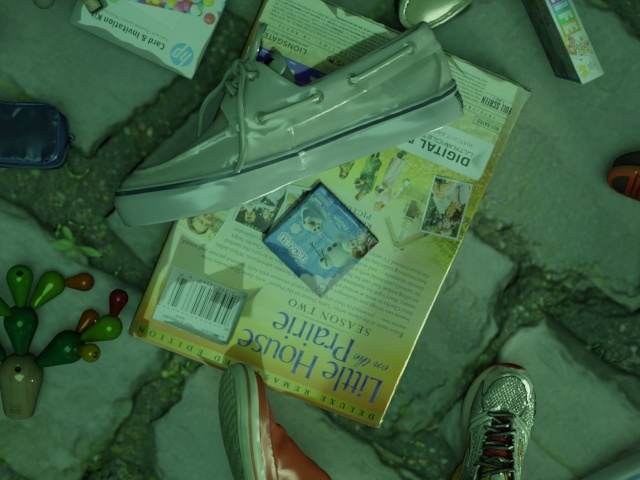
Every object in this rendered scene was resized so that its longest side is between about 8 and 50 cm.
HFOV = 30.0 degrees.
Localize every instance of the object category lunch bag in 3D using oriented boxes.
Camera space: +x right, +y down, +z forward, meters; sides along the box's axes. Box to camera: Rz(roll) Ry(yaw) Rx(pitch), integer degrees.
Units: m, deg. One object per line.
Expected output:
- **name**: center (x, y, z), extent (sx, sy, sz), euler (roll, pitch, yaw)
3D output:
- **lunch bag**: center (-0.312, -0.111, 1.277), extent (0.098, 0.065, 0.067), euler (4, 86, -4)

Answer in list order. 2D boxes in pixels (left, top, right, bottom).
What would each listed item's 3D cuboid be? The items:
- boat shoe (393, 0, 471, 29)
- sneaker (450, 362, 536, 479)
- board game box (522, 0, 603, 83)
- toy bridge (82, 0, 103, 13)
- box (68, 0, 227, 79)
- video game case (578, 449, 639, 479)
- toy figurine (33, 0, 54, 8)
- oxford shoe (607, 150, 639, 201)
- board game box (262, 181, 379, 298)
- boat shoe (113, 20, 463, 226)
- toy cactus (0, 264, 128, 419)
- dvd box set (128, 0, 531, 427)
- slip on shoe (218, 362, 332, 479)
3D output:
- **boat shoe**: center (0.151, -0.323, 1.263), extent (0.081, 0.068, 0.227), euler (31, 101, -39)
- **sneaker**: center (0.205, 0.250, 1.374), extent (0.088, 0.093, 0.225), euler (7, 101, -5)
- **board game box**: center (0.244, -0.243, 1.266), extent (0.026, 0.103, 0.154), euler (-27, 103, 2)
- **toy bridge**: center (-0.174, -0.309, 1.224), extent (0.188, 0.026, 0.063), euler (-32, 100, 4)
- **box**: center (-0.163, -0.285, 1.263), extent (0.145, 0.038, 0.186), euler (25, 100, -8)
- **video game case**: center (0.480, 0.350, 1.396), extent (0.329, 0.036, 0.300), euler (-32, 103, 21)
- **toy figurine**: center (-0.352, -0.312, 1.197), extent (0.210, 0.148, 0.213), euler (-30, 100, -3)
- **oxford shoe**: center (0.455, -0.095, 1.334), extent (0.271, 0.097, 0.098), euler (-2, 69, 3)
- **board game box**: center (0.000, 0.000, 1.280), extent (0.090, 0.020, 0.090), euler (-45, 102, 6)
- **boat shoe**: center (-0.046, -0.137, 1.191), extent (0.367, 0.136, 0.156), euler (-20, 102, -3)
- **toy cactus**: center (-0.326, 0.116, 1.314), extent (0.219, 0.112, 0.180), euler (2, 112, -13)
- **dvd box set**: center (0.007, -0.035, 1.316), extent (0.308, 0.062, 0.420), euler (21, 99, -8)
- **slip on shoe**: center (-0.040, 0.270, 1.338), extent (0.101, 0.123, 0.331), euler (-21, 118, -10)
